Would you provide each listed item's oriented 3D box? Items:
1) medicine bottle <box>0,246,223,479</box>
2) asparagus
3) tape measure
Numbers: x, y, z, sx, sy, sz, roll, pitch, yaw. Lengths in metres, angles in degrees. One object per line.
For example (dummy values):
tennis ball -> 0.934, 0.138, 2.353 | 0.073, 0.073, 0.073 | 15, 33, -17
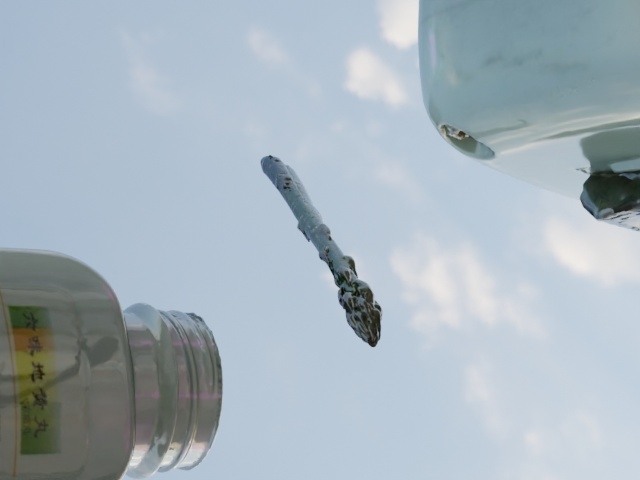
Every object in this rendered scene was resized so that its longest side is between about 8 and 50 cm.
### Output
medicine bottle -> -0.227, 0.095, 1.132 | 0.324, 0.124, 0.179 | 2, -111, -30
asparagus -> 0.000, 0.000, 0.987 | 0.022, 0.233, 0.023 | -11, -64, -10
tape measure -> 0.179, -0.070, 0.687 | 0.243, 0.246, 0.125 | 11, -107, -43
